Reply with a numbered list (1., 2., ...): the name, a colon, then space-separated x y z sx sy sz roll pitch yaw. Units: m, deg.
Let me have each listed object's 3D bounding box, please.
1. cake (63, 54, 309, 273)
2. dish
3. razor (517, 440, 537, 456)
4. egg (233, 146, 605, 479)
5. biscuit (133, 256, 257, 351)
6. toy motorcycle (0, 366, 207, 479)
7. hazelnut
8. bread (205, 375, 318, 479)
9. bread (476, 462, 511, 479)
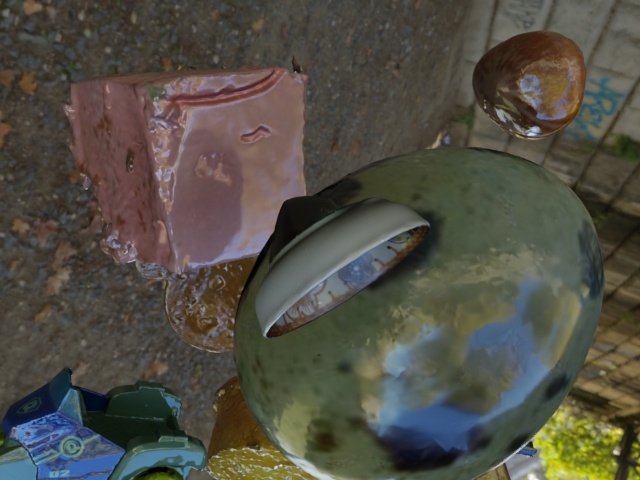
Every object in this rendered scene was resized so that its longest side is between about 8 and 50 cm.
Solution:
1. cake: -0.209 -0.119 1.027 0.293 0.307 0.314 -19 114 -41
2. dish: 0.000 0.000 0.472 0.141 0.078 0.141 -31 167 -8
3. razor: 0.309 0.297 1.232 0.324 0.093 0.056 -90 -167 -67
4. egg: 0.112 0.076 0.713 0.428 0.345 0.345 -32 158 -8
5. biscuit: -0.215 0.040 1.266 0.052 0.275 0.354 -173 -115 -77
6. toy motorcycle: -0.349 0.300 0.999 0.327 0.191 0.199 18 101 -34
7. hazelnut: 0.333 -0.249 1.030 0.182 0.182 0.182 20 90 -77
8. bread: -0.030 0.410 1.312 0.398 0.399 0.215 95 8 -47
9. bread: 0.279 0.482 1.230 0.184 0.111 0.234 -47 -132 49
